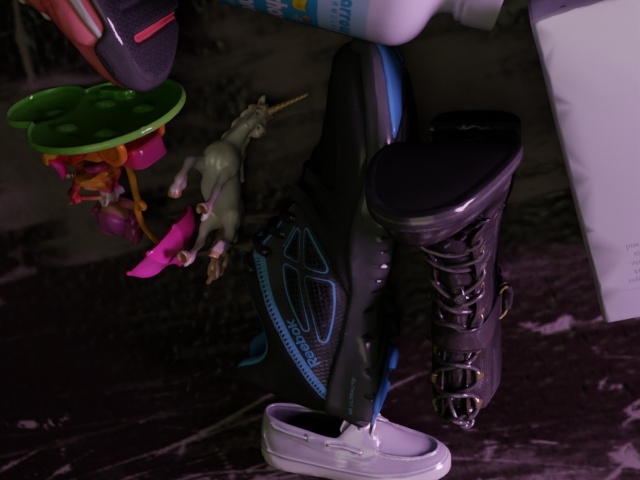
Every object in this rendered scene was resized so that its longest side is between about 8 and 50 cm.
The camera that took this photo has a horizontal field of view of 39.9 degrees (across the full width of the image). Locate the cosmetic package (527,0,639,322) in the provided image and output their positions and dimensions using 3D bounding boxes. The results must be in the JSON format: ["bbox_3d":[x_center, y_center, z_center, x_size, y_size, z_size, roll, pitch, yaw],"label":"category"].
[{"bbox_3d":[0.279,-0.088,0.605,0.224,0.138,0.224,-13,110,17],"label":"cosmetic package"}]

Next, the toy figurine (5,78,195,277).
[{"bbox_3d":[-0.175,-0.042,0.754,0.173,0.130,0.159,10,129,32],"label":"toy figurine"}]

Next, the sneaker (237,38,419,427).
[{"bbox_3d":[0.000,0.000,0.717,0.139,0.125,0.341,11,114,12],"label":"sneaker"}]

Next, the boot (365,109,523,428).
[{"bbox_3d":[0.104,0.034,0.643,0.091,0.263,0.229,5,109,21],"label":"boot"}]

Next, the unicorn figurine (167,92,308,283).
[{"bbox_3d":[-0.080,-0.048,0.733,0.060,0.111,0.162,28,136,4],"label":"unicorn figurine"}]

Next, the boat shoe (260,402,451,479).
[{"bbox_3d":[0.031,0.186,0.836,0.184,0.066,0.063,6,117,20],"label":"boat shoe"}]

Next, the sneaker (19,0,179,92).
[{"bbox_3d":[-0.229,-0.239,0.678,0.136,0.116,0.314,-29,99,33],"label":"sneaker"}]

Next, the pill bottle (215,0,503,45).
[{"bbox_3d":[0.002,-0.220,0.599,0.264,0.146,0.146,16,117,5],"label":"pill bottle"}]
